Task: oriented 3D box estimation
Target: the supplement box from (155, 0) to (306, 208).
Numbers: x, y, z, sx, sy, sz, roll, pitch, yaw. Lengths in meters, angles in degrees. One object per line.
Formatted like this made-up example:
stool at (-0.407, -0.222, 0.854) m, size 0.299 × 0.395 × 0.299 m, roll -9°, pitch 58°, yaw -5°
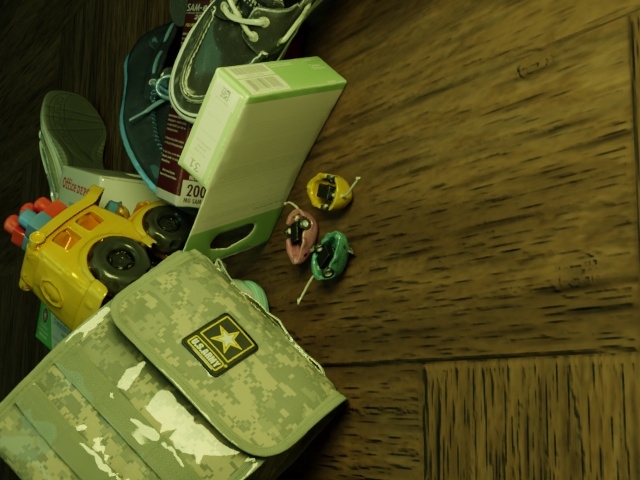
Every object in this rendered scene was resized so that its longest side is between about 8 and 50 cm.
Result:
supplement box at (-0.106, -0.155, 1.144) m, size 0.073 × 0.130 × 0.239 m, roll 22°, pitch 104°, yaw 58°

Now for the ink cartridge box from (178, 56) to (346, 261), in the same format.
ink cartridge box at (-0.082, -0.083, 1.052) m, size 0.056 × 0.171 × 0.235 m, roll 42°, pitch 124°, yaw 20°

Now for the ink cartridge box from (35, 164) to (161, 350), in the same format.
ink cartridge box at (-0.338, 0.036, 1.495) m, size 0.211 × 0.122 × 0.289 m, roll 16°, pitch 97°, yaw 58°

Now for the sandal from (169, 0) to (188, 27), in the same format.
sandal at (-0.118, -0.363, 1.287) m, size 0.254 × 0.054 × 0.097 m, roll -33°, pitch 58°, yaw 39°

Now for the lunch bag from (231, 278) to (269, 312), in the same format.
lunch bag at (-0.148, 0.180, 1.169) m, size 0.224 × 0.108 × 0.279 m, roll -28°, pitch 60°, yaw 55°

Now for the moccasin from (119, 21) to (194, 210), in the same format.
moccasin at (-0.200, -0.192, 1.300) m, size 0.117 × 0.138 × 0.342 m, roll -39°, pitch 48°, yaw 23°

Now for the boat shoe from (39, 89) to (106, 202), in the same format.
boat shoe at (-0.438, -0.132, 1.703) m, size 0.103 × 0.118 × 0.320 m, roll -48°, pitch 52°, yaw 38°

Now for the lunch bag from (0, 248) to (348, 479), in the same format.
lunch bag at (-0.146, 0.172, 0.969) m, size 0.235 × 0.169 × 0.287 m, roll 43°, pitch 81°, yaw 16°

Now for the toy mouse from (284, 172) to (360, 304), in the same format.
toy mouse at (0.000, 0.000, 1.033) m, size 0.161 × 0.031 × 0.143 m, roll 12°, pitch 94°, yaw 59°

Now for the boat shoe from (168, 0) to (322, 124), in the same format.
boat shoe at (-0.060, -0.246, 1.007) m, size 0.301 × 0.102 × 0.108 m, roll -45°, pitch 82°, yaw 10°

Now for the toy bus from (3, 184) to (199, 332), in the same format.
toy bus at (-0.301, 0.002, 1.287) m, size 0.211 × 0.220 × 0.149 m, roll 37°, pitch 137°, yaw 8°
